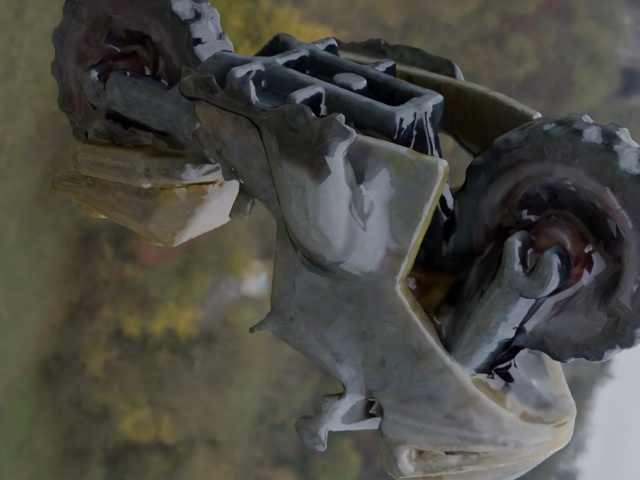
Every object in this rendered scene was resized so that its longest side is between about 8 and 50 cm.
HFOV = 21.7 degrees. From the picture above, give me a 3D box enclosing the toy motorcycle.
[{"bbox_3d":[0.000,0.000,0.518,0.094,0.229,0.130,-30,134,-48],"label":"toy motorcycle"}]
